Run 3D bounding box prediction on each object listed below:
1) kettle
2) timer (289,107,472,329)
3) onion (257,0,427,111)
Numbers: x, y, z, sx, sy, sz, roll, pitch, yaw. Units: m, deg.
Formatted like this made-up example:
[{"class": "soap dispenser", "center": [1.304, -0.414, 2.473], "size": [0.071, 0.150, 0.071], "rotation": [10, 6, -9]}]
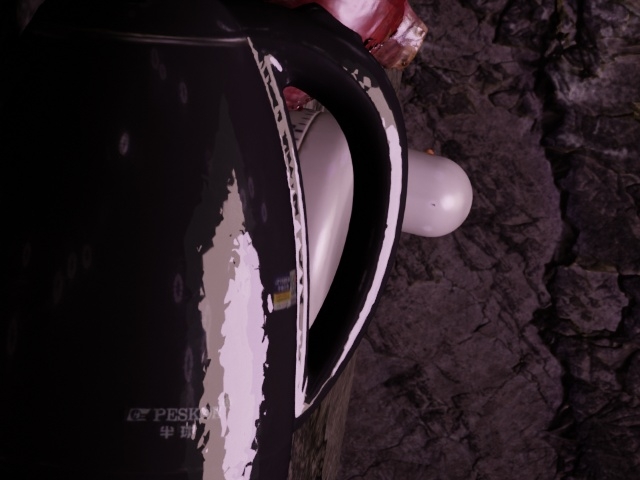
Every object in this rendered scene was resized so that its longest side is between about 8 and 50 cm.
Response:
[{"class": "kettle", "center": [-0.080, -0.008, 1.042], "size": [0.207, 0.268, 0.290], "rotation": [-153, -113, -68]}, {"class": "timer", "center": [0.000, 0.000, 1.608], "size": [0.233, 0.240, 0.233], "rotation": [13, 90, -82]}, {"class": "onion", "center": [-0.023, -0.180, 1.177], "size": [0.252, 0.219, 0.252], "rotation": [-40, -145, 36]}]
